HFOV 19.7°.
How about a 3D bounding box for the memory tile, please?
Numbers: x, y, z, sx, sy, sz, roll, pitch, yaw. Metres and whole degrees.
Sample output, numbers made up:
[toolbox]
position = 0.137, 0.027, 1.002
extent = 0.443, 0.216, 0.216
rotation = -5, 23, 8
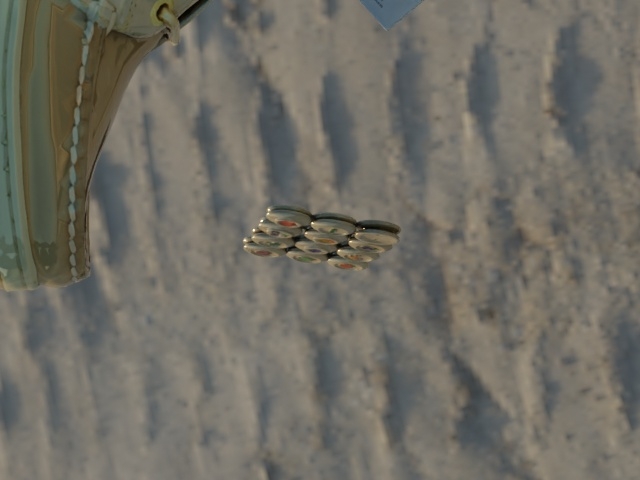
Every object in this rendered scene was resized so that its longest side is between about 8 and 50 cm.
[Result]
[memory tile]
position = 0.000, 0.000, 1.525
extent = 0.148, 0.113, 0.012
rotation = 132, 146, -72

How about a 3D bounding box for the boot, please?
[boot]
position = -0.012, -0.103, 0.631
extent = 0.095, 0.203, 0.262
rotation = -179, 96, -80

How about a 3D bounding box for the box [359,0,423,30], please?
[box]
position = 0.064, -0.245, 1.151
extent = 0.186, 0.038, 0.145
rotation = -39, 103, 18
